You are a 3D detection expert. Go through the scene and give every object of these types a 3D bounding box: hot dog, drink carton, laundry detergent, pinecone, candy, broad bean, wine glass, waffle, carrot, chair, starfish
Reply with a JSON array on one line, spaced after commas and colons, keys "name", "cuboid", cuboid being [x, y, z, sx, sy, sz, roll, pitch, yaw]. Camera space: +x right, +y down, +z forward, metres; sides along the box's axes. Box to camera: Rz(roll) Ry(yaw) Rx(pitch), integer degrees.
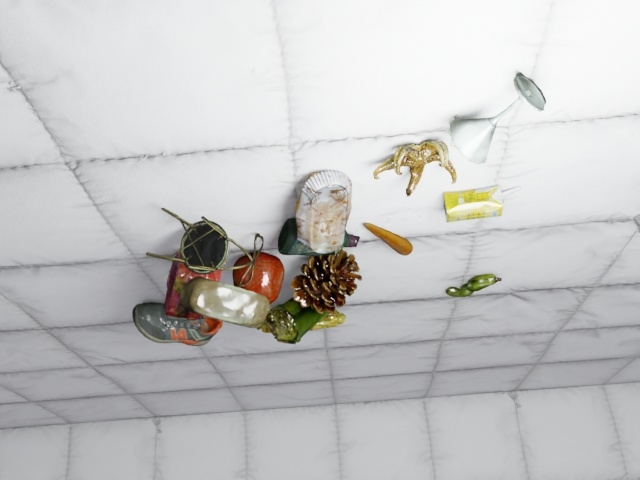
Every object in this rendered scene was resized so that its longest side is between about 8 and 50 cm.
[{"name": "hot dog", "cuboid": [0.007, -0.070, 1.699, 0.144, 0.075, 0.268, -3, 140, -12]}, {"name": "drink carton", "cuboid": [0.423, -0.097, 1.740, 0.200, 0.074, 0.084, -6, 153, 8]}, {"name": "laundry detergent", "cuboid": [0.000, 0.000, 1.872, 0.222, 0.078, 0.144, 5, 145, -21]}, {"name": "pinecone", "cuboid": [0.026, 0.112, 1.989, 0.185, 0.168, 0.212, -36, 164, -47]}, {"name": "candy", "cuboid": [-0.256, 0.169, 1.813, 0.234, 0.102, 0.104, 21, 171, -30]}, {"name": "broad bean", "cuboid": [0.517, 0.150, 2.260, 0.070, 0.048, 0.214, 18, 149, -38]}, {"name": "wine glass", "cuboid": [0.367, -0.252, 1.387, 0.122, 0.122, 0.183, 15, 144, -32]}, {"name": "waffle", "cuboid": [-0.068, 0.281, 2.334, 0.301, 0.058, 0.281, -5, 180, -14]}, {"name": "carrot", "cuboid": [0.194, -0.008, 1.923, 0.048, 0.048, 0.216, -25, 142, 35]}, {"name": "chair", "cuboid": [-0.300, 0.022, 1.789, 0.170, 0.159, 0.326, 14, 176, 21]}, {"name": "starfish", "cuboid": [0.219, -0.169, 1.570, 0.190, 0.074, 0.146, -9, 151, 11]}]

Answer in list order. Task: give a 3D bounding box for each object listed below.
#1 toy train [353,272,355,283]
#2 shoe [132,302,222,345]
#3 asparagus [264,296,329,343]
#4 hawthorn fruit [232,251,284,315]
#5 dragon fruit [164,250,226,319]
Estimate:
[{"name": "toy train", "cuboid": [0.023, 0.158, 2.209, 0.052, 0.051, 0.234, 20, 145, -31]}, {"name": "shoe", "cuboid": [-0.468, 0.272, 2.296, 0.171, 0.132, 0.336, -30, 145, 33]}, {"name": "asparagus", "cuboid": [-0.053, 0.223, 2.101, 0.108, 0.128, 0.382, -36, 176, 23]}, {"name": "hawthorn fruit", "cuboid": [-0.183, 0.138, 1.975, 0.163, 0.203, 0.162, -1, 152, -1]}, {"name": "dragon fruit", "cuboid": [-0.367, 0.126, 1.954, 0.147, 0.211, 0.282, 13, 178, -16]}]
